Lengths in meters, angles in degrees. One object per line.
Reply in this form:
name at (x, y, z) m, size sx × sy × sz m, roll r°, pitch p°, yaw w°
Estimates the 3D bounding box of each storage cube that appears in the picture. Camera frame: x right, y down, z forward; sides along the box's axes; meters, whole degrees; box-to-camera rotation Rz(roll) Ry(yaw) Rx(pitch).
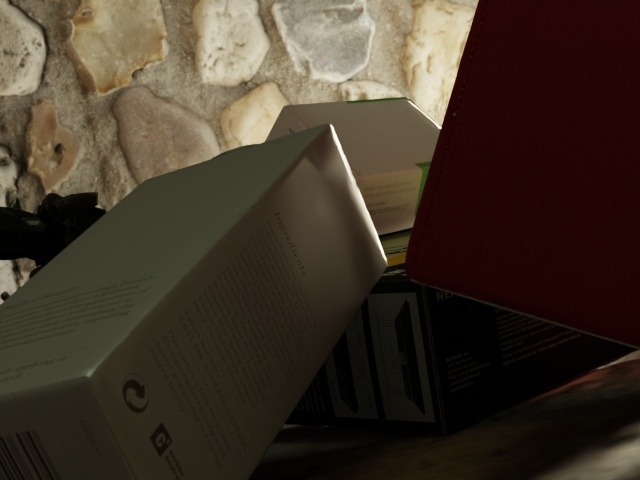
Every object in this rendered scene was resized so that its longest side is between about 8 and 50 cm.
storage cube at (0.160, -0.056, 0.480) m, size 0.215 × 0.193 × 0.184 m, roll 17°, pitch 7°, yaw 11°

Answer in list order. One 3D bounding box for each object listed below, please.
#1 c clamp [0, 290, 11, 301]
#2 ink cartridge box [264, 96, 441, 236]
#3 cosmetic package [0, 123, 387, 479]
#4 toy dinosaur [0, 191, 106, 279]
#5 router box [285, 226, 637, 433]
c clamp at (-0.144, 0.077, 0.896) m, size 0.022 × 0.137 × 0.161 m, roll -52°, pitch -18°, yaw 14°
ink cartridge box at (0.000, 0.000, 0.949) m, size 0.160 × 0.092 × 0.219 m, roll -13°, pitch -39°, yaw -50°
cosmetic package at (-0.066, 0.040, 0.503) m, size 0.117 × 0.085 × 0.231 m, roll -14°, pitch 19°, yaw 29°
toy dinosaur at (-0.228, 0.050, 0.643) m, size 0.219 × 0.164 × 0.322 m, roll 1°, pitch -21°, yaw -6°
router box at (0.073, 0.039, 0.748) m, size 0.243 × 0.081 × 0.309 m, roll -5°, pitch 5°, yaw 44°
